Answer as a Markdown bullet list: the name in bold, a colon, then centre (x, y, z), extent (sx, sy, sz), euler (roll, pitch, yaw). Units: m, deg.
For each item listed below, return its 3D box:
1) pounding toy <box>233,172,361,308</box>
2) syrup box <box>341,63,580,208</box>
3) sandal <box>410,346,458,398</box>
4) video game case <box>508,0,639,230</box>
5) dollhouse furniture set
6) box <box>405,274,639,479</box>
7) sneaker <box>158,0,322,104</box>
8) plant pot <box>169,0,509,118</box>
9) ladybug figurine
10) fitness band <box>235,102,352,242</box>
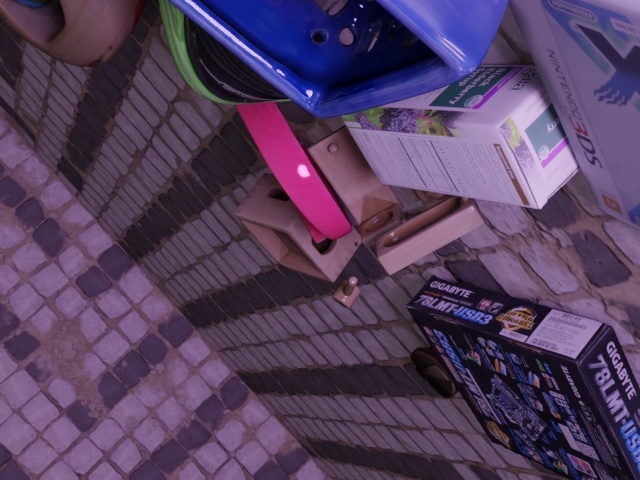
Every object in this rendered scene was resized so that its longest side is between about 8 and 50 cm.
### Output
- **pounding toy**: centre (0.009, 0.005, 1.402), extent (0.181, 0.094, 0.206), euler (16, 154, 46)
- **syrup box**: centre (0.135, -0.105, 0.915), extent (0.237, 0.093, 0.096), euler (14, 142, 56)
- **sandal**: centre (0.187, 0.193, 1.452), extent (0.090, 0.060, 0.219), euler (47, 176, 17)
- **video game case**: centre (0.284, -0.053, 0.661), extent (0.329, 0.036, 0.300), euler (37, 170, 46)
- **dollhouse furniture set**: centre (0.076, -0.062, 1.045), extent (0.123, 0.144, 0.151), euler (55, -165, -21)
- **box**: centre (0.281, 0.193, 1.227), extent (0.293, 0.073, 0.296), euler (18, 146, 55)
- **sneaker**: centre (-0.077, -0.315, 0.886), extent (0.202, 0.185, 0.483), euler (16, 152, 25)
- **plant pot**: centre (0.013, -0.245, 0.673), extent (0.236, 0.212, 0.236), euler (37, 164, -20)
- **ladybug figurine**: centre (-0.340, -0.381, 1.246), extent (0.305, 0.162, 0.449), euler (54, 159, -18)
- **fitness band**: centre (-0.044, -0.115, 1.191), extent (0.209, 0.054, 0.291), euler (59, -178, -46)
